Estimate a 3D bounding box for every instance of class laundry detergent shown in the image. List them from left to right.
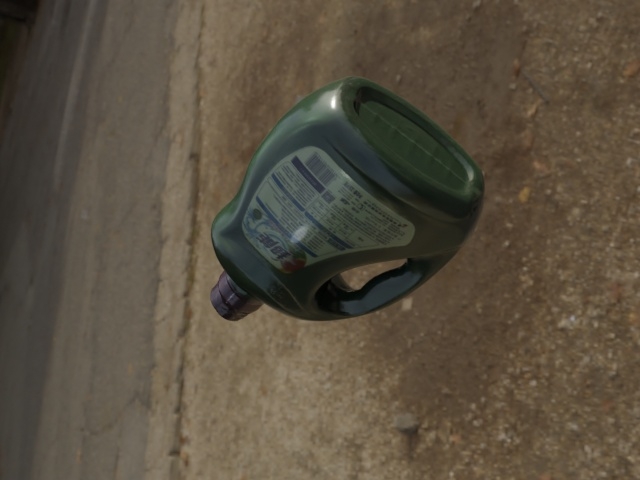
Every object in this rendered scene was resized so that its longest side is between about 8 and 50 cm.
[{"bbox_3d":[0.000,0.000,0.609,0.221,0.144,0.078,-47,13,40],"label":"laundry detergent"}]
